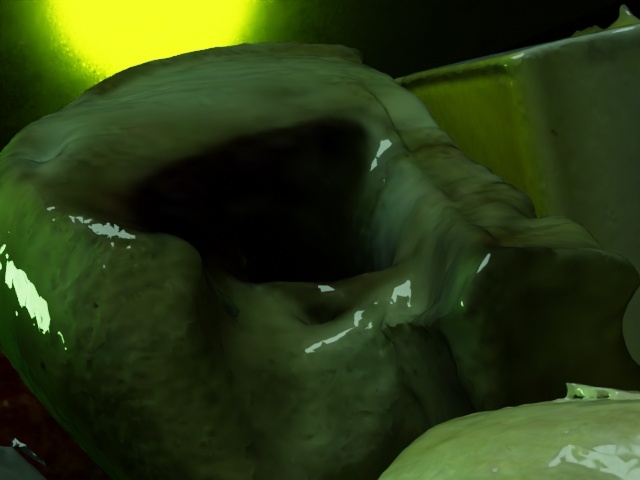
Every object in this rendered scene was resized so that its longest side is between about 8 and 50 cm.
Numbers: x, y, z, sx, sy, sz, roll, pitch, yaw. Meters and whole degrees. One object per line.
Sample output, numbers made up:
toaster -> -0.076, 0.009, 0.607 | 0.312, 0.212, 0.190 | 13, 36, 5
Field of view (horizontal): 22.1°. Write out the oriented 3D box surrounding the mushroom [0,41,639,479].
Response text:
mushroom -> -0.013, 0.065, 0.583 | 0.212, 0.217, 0.292 | -7, 20, -26

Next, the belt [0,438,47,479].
belt -> -0.132, 0.150, 0.492 | 0.261, 0.184, 0.105 | 31, 40, 21

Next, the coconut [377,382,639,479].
coconut -> 0.070, 0.122, 0.362 | 0.194, 0.194, 0.194 | -23, 10, 4

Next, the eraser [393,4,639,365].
eraser -> 0.094, 0.028, 0.650 | 0.069, 0.226, 0.158 | -13, 5, -13

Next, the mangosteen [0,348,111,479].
mangosteen -> -0.156, 0.156, 0.696 | 0.257, 0.215, 0.215 | -53, 0, 21
